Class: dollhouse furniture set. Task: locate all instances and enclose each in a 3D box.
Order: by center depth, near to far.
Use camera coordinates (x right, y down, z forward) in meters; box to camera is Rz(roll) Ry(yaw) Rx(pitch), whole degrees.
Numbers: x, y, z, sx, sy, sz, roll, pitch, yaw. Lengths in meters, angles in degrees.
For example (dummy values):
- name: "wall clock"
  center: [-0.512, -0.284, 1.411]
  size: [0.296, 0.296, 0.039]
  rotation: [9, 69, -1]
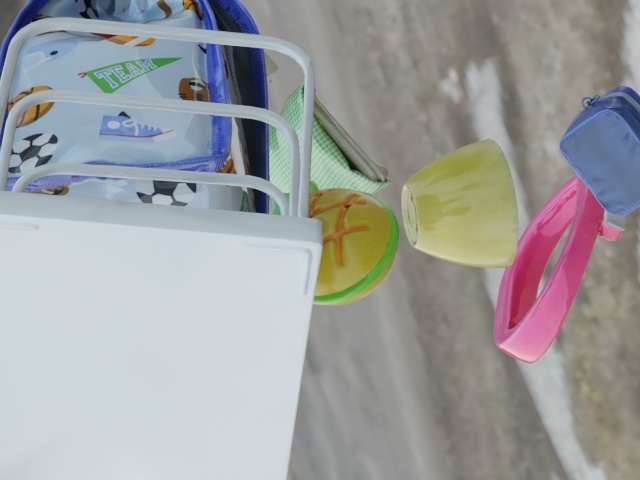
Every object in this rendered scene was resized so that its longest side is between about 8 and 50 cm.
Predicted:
- name: "dollhouse furniture set"
  center: [-0.090, -0.109, 2.044]
  size: [0.301, 0.151, 0.197]
  rotation: [48, 153, 4]

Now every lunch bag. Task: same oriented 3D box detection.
- name: "lunch bag"
  center: [0.248, -0.079, 1.421]
  size: [0.067, 0.065, 0.098]
  rotation: [-33, 97, 35]
- name: "lunch bag"
  center: [-0.160, -0.044, 1.513]
  size: [0.385, 0.239, 0.328]
  rotation: [-100, 6, -54]

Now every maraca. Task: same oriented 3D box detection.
- name: "maraca"
  center: [0.000, 0.000, 1.654]
  size: [0.186, 0.127, 0.099]
  rotation: [25, 159, 46]

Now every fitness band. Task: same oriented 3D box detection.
- name: "fitness band"
  center: [0.264, 0.017, 1.917]
  size: [0.209, 0.054, 0.291]
  rotation: [-57, 6, 28]

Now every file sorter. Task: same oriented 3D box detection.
- name: "file sorter"
  center: [-0.106, 0.019, 1.047]
  size: [0.277, 0.193, 0.173]
  rotation: [99, 175, -50]

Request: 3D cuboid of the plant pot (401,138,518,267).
- name: "plant pot"
  center: [0.137, -0.032, 1.751]
  size: [0.134, 0.095, 0.134]
  rotation: [172, 90, -79]
